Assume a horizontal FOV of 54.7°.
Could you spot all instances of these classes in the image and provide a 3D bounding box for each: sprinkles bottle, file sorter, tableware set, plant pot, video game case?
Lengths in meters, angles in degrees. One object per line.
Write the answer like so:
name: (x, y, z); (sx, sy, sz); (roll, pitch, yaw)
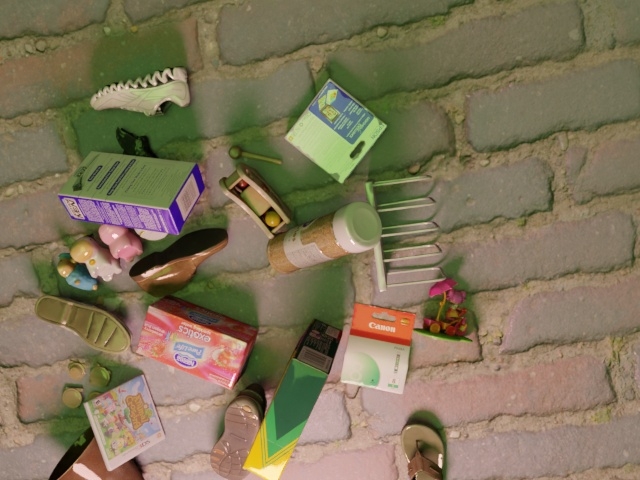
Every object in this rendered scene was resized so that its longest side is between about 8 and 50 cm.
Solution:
sprinkles bottle: (0.000, 0.000, 1.595); (0.355, 0.121, 0.121); (-20, 95, 51)
file sorter: (0.221, -0.031, 1.623); (0.173, 0.193, 0.278); (-8, 96, 7)
tableware set: (-0.722, 0.451, 1.909); (0.141, 0.020, 0.169); (13, 98, 4)
plant pot: (-0.645, 0.699, 1.850); (0.215, 0.215, 0.230); (-42, 104, 11)
video game case: (-0.572, 0.531, 1.821); (0.023, 0.193, 0.213); (-14, 96, 44)

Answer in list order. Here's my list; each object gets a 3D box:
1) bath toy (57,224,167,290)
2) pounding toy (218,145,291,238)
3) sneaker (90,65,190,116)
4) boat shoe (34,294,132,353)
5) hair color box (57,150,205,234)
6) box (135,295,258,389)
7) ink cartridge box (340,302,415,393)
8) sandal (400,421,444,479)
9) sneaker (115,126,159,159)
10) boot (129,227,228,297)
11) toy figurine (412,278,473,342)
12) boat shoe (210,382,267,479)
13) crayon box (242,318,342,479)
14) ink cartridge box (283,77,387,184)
bath toy: (-0.593, -0.003, 1.782); (0.348, 0.151, 0.129); (-34, 57, 11)
pounding toy: (-0.165, -0.154, 1.680); (0.155, 0.154, 0.269); (-40, 91, 11)
sneaker: (-0.503, -0.397, 1.728); (0.292, 0.110, 0.118); (-12, 104, 10)
boat shoe: (-0.684, 0.239, 1.833); (0.302, 0.103, 0.113); (26, 87, 5)
hair color box: (-0.511, -0.134, 1.688); (0.338, 0.185, 0.110); (9, 140, 14)
box: (-0.350, 0.287, 1.770); (0.299, 0.142, 0.154); (21, 101, 5)
ink cartridge box: (0.164, 0.305, 1.745); (0.180, 0.056, 0.225); (10, 100, 7)
sandal: (0.299, 0.659, 1.752); (0.120, 0.086, 0.303); (-8, 96, 9)
sneaker: (-0.509, -0.259, 1.768); (0.170, 0.051, 0.089); (18, 103, 8)
boot: (-0.388, 0.064, 1.787); (0.305, 0.112, 0.115); (-25, 123, 6)
toy figurine: (0.350, 0.185, 1.682); (0.173, 0.130, 0.159); (12, 90, -15)
boat shoe: (-0.219, 0.558, 1.791); (0.132, 0.130, 0.356); (27, 123, 7)
crayon box: (-0.061, 0.406, 1.631); (0.106, 0.363, 0.313); (24, 100, 4)
ink cartridge box: (0.042, -0.294, 1.686); (0.208, 0.045, 0.206); (40, 101, 3)
